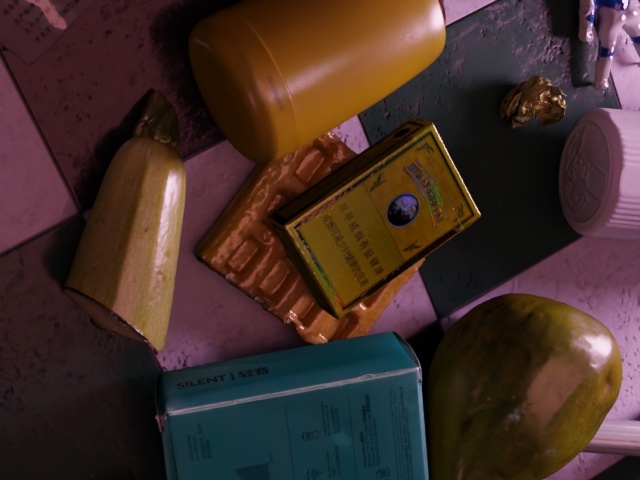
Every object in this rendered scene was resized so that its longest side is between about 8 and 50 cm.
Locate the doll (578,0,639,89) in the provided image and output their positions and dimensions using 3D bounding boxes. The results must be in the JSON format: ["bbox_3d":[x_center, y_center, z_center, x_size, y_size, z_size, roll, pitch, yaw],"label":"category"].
[{"bbox_3d":[0.377,-0.316,1.556,0.114,0.057,0.227,-22,120,-10],"label":"doll"}]

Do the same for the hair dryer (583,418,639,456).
[{"bbox_3d":[0.406,0.267,1.684,0.358,0.173,0.107,6,96,-5],"label":"hair dryer"}]

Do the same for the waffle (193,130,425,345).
[{"bbox_3d":[0.000,0.000,1.473,0.248,0.055,0.221,39,85,-26],"label":"waffle"}]

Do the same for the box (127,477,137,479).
[{"bbox_3d":[-0.251,0.317,1.445,0.082,0.051,0.023,-18,107,-18],"label":"box"}]

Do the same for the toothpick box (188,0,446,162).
[{"bbox_3d":[0.005,-0.217,1.358,0.271,0.175,0.175,-29,112,-18],"label":"toothpick box"}]

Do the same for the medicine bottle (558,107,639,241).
[{"bbox_3d":[0.519,-0.068,1.591,0.395,0.242,0.242,-1,103,-15],"label":"medicine bottle"}]

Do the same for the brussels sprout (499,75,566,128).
[{"bbox_3d":[0.269,-0.176,1.546,0.085,0.058,0.085,-20,143,-15],"label":"brussels sprout"}]

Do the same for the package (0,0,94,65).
[{"bbox_3d":[-0.298,-0.336,1.260,0.204,0.062,0.251,40,89,-25],"label":"package"}]

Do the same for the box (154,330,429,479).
[{"bbox_3d":[-0.033,0.241,1.448,0.312,0.118,0.205,-10,109,-9],"label":"box"}]

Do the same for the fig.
[{"bbox_3d":[0.222,0.201,1.513,0.314,0.233,0.233,-30,113,-25],"label":"fig"}]

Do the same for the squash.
[{"bbox_3d":[-0.209,-0.025,1.338,0.137,0.137,0.287,9,96,-25],"label":"squash"}]

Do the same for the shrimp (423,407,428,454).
[{"bbox_3d":[0.114,0.302,1.607,0.161,0.049,0.166,-22,118,-18],"label":"shrimp"}]

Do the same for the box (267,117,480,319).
[{"bbox_3d":[0.066,-0.028,1.428,0.220,0.064,0.141,-35,112,-14],"label":"box"}]
